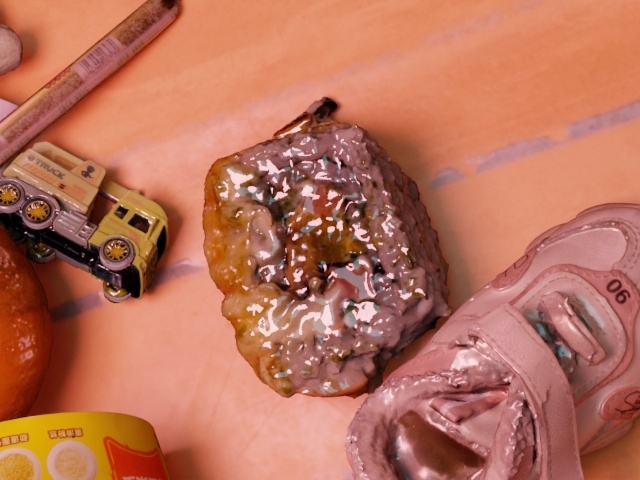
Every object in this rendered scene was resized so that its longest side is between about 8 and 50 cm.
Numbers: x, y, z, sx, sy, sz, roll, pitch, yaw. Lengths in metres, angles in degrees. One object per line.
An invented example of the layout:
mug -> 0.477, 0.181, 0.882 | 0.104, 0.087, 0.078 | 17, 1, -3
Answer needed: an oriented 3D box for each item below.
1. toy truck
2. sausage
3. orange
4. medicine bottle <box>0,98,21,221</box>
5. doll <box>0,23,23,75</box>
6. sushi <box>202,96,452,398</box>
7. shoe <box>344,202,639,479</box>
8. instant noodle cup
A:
toy truck -> -0.213, -0.025, 1.280 | 0.169, 0.077, 0.100 | 26, 61, 9
sausage -> -0.227, -0.142, 1.301 | 0.269, 0.033, 0.033 | -42, 75, -13
orange -> -0.334, 0.073, 1.237 | 0.240, 0.171, 0.240 | 13, 109, 42
medicine bottle -> -0.320, -0.076, 1.328 | 0.074, 0.055, 0.118 | 18, 86, 11
doll -> -0.368, -0.205, 1.349 | 0.214, 0.071, 0.103 | 32, 95, 22
sushi -> 0.000, 0.000, 1.203 | 0.184, 0.139, 0.274 | -20, 78, 11
shoe -> 0.166, 0.114, 1.121 | 0.172, 0.198, 0.351 | 43, 93, 13
instant noodle cup -> -0.222, 0.279, 1.144 | 0.311, 0.311, 0.222 | -18, 69, 9
